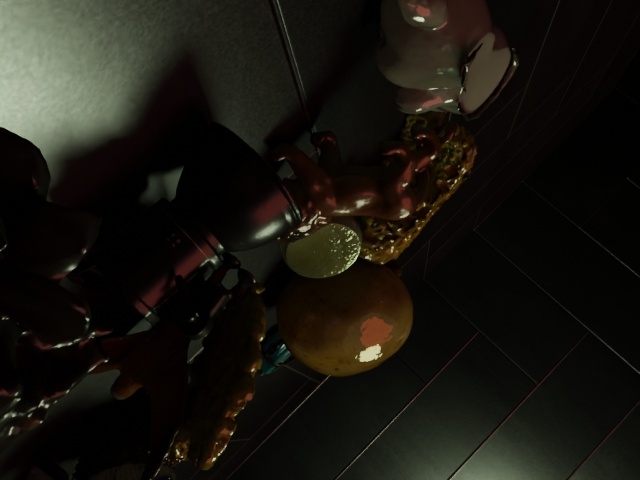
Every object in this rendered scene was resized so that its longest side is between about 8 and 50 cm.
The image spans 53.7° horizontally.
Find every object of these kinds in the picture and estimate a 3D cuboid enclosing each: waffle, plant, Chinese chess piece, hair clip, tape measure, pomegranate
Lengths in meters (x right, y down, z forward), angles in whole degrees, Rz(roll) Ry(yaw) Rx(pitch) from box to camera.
[{"bbox_3d":[-0.139,0.191,0.849,0.291,0.051,0.291,-55,-159,33],"label":"waffle"},{"bbox_3d":[-0.270,0.058,0.467,0.276,0.199,0.188,-48,170,21],"label":"plant"},{"bbox_3d":[0.000,0.000,1.092,0.144,0.058,0.144,-7,133,-7],"label":"Chinese chess piece"},{"bbox_3d":[-0.502,0.483,1.071,0.101,0.085,0.330,-55,174,-50],"label":"hair clip"},{"bbox_3d":[-0.090,0.264,1.574,0.146,0.081,0.125,-23,155,-54],"label":"tape measure"},{"bbox_3d":[0.162,-0.099,1.226,0.324,0.151,0.261,-45,161,2],"label":"waffle"},{"bbox_3d":[0.043,0.155,1.330,0.307,0.307,0.307,-41,163,-16],"label":"pomegranate"}]

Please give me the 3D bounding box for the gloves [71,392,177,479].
[{"bbox_3d":[-0.331,0.386,1.118,0.210,0.135,0.312,-37,-167,-7],"label":"gloves"}]

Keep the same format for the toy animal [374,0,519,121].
[{"bbox_3d":[0.162,-0.268,0.807,0.208,0.154,0.325,-49,160,-14],"label":"toy animal"}]

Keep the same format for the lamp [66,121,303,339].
[{"bbox_3d":[-0.144,0.007,0.676,0.227,0.172,0.147,-44,165,-12],"label":"lamp"}]

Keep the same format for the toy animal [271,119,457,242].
[{"bbox_3d":[0.039,-0.074,0.890,0.097,0.313,0.157,-89,176,-62],"label":"toy animal"}]

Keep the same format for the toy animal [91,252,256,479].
[{"bbox_3d":[-0.212,0.122,0.872,0.284,0.225,0.302,-46,-174,-4],"label":"toy animal"}]
